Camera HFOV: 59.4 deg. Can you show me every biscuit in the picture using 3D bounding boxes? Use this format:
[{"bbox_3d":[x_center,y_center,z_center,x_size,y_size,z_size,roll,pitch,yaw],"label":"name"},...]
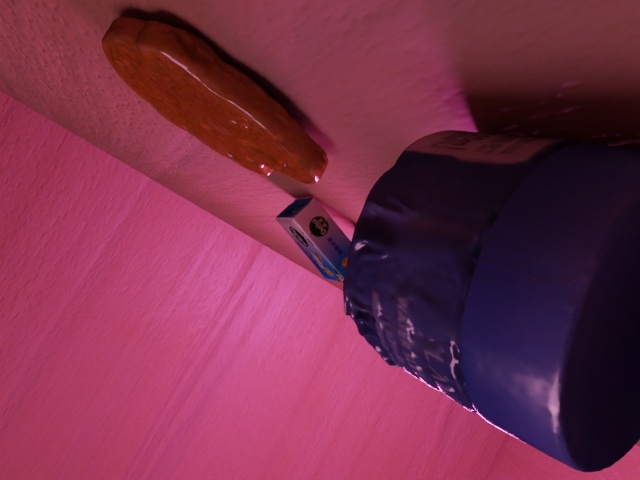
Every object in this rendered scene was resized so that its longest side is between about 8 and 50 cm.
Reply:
[{"bbox_3d":[-0.154,-0.196,0.835,0.351,0.057,0.312,33,171,-19],"label":"biscuit"}]

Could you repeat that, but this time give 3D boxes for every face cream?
[{"bbox_3d":[0.177,0.034,0.496,0.249,0.249,0.225,36,171,-39],"label":"face cream"}]

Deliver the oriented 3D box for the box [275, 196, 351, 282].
[{"bbox_3d":[0.001,0.000,1.259,0.194,0.073,0.139,50,166,-15],"label":"box"}]
